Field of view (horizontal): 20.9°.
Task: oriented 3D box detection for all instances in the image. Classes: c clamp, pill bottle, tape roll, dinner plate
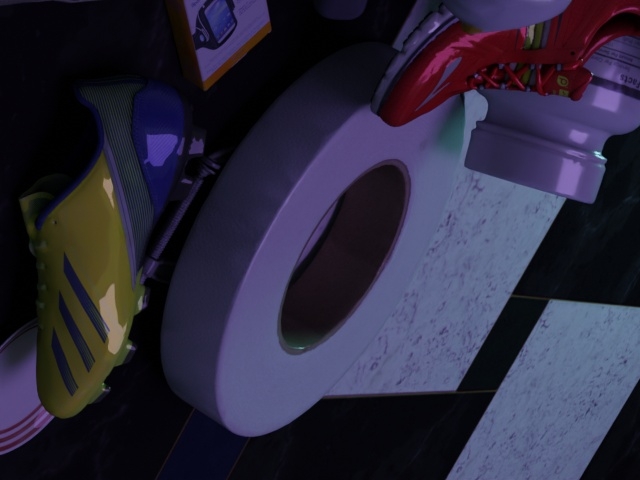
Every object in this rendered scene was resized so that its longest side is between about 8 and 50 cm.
[{"bbox_3d":[-0.113,-0.017,1.481,0.161,0.022,0.137,-57,155,2],"label":"c clamp"},{"bbox_3d":[0.241,-0.203,1.634,0.176,0.176,0.318,8,100,-62],"label":"pill bottle"},{"bbox_3d":[0.000,0.000,1.618,0.392,0.072,0.392,-46,154,-31],"label":"tape roll"},{"bbox_3d":[-0.242,0.113,1.413,0.141,0.017,0.141,-41,151,-28],"label":"dinner plate"}]

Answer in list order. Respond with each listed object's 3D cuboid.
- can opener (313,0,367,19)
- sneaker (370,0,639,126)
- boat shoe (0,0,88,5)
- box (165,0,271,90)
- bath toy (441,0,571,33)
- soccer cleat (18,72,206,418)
[{"bbox_3d":[0.054,-0.302,1.355,0.093,0.074,0.280,6,125,-21],"label":"can opener"},{"bbox_3d":[0.174,-0.161,1.460,0.279,0.118,0.107,-29,165,-12],"label":"sneaker"},{"bbox_3d":[-0.191,-0.190,1.103,0.233,0.084,0.079,-15,96,-45],"label":"boat shoe"},{"bbox_3d":[-0.080,-0.187,1.333,0.081,0.028,0.136,-45,150,-23],"label":"box"},{"bbox_3d":[0.141,-0.269,1.364,0.348,0.151,0.129,-67,147,-63],"label":"bath toy"},{"bbox_3d":[-0.183,0.003,1.324,0.121,0.093,0.289,10,114,-26],"label":"soccer cleat"}]
